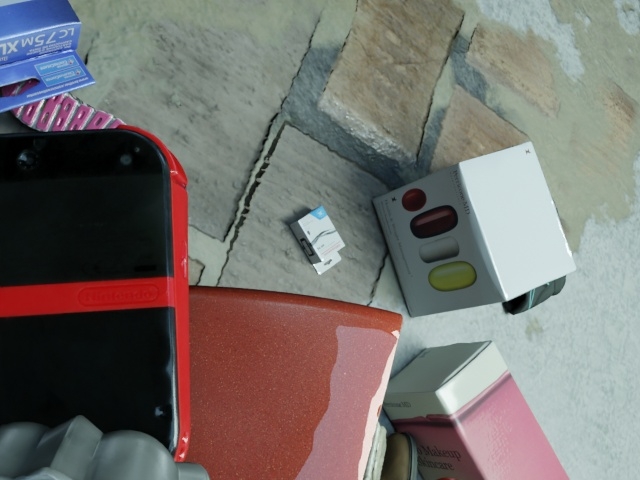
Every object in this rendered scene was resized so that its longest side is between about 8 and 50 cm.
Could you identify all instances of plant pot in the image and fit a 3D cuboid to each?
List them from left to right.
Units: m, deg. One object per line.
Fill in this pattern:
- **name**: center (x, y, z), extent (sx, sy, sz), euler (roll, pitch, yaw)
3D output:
- **plant pot**: center (-0.093, 0.185, 0.786), extent (0.236, 0.267, 0.267), euler (22, 68, -10)

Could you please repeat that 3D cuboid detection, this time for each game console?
- **game console**: center (-0.321, 0.056, 0.682), extent (0.387, 0.060, 0.341), euler (-4, 75, -2)

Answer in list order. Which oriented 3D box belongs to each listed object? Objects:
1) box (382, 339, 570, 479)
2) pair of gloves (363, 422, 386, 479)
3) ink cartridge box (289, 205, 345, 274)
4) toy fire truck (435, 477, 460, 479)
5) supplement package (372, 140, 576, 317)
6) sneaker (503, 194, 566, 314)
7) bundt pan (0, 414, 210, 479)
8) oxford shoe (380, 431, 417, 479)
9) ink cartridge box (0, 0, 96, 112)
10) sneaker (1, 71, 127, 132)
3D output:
- **box**: center (0.208, 0.272, 0.994), extent (0.127, 0.149, 0.232), euler (-33, 95, -31)
- **pair of gloves**: center (0.032, 0.322, 0.792), extent (0.042, 0.204, 0.240), euler (9, 73, 11)
- **ink cartridge box**: center (0.000, 0.000, 1.005), extent (0.048, 0.028, 0.083), euler (-35, 97, -31)
- **toy fire truck**: center (0.193, 0.445, 0.846), extent (0.254, 0.302, 0.169), euler (29, 49, 16)
- **supplement package**: center (0.213, -0.010, 1.031), extent (0.149, 0.203, 0.194), euler (-18, 87, -33)
- **sneaker**: center (0.310, 0.005, 1.115), extent (0.106, 0.101, 0.267), euler (-35, 121, -16)
- **bundt pan**: center (-0.209, 0.278, 0.584), extent (0.331, 0.124, 0.330), euler (-2, 114, -4)
- **oxford shoe**: center (0.055, 0.341, 0.929), extent (0.096, 0.083, 0.227), euler (38, 61, -13)
- **ink cartridge box**: center (-0.397, -0.286, 0.787), extent (0.186, 0.065, 0.311), euler (-26, 82, -32)
- **sneaker**: center (-0.294, -0.141, 0.851), extent (0.170, 0.075, 0.063), euler (27, 83, 1)
